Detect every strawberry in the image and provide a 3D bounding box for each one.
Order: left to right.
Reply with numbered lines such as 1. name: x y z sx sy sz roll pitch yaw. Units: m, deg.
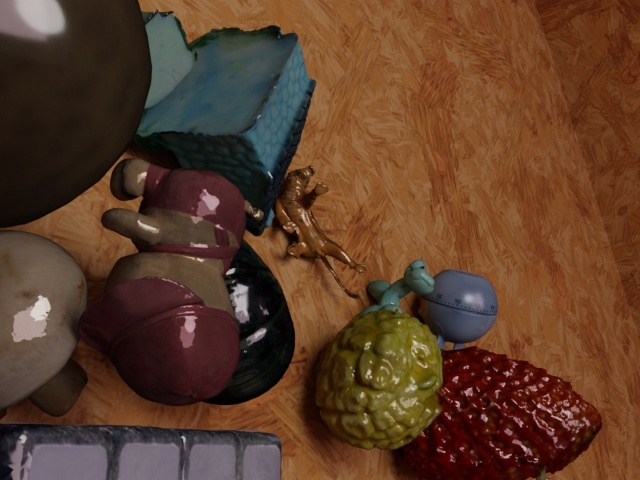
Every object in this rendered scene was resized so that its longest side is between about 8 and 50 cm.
1. strawberry: 0.310 0.341 1.340 0.292 0.343 0.292 -3 94 -45

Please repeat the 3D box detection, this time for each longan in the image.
1. longan: -0.364 -0.203 0.736 0.404 0.336 0.404 10 76 -45

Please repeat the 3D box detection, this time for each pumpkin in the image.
1. pumpkin: -0.148 0.102 1.001 0.250 0.216 0.250 -14 90 -85

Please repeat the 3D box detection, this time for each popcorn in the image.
1. popcorn: 0.092 0.226 1.252 0.206 0.251 0.237 25 90 -17

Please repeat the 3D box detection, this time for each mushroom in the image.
1. mushroom: -0.327 0.103 0.775 0.215 0.207 0.207 62 35 -40

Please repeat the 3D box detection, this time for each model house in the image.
1. model house: -0.288 -0.271 1.063 0.148 0.148 0.119 -54 149 -24
2. model house: -0.124 -0.167 1.163 0.241 0.226 0.261 64 36 -43

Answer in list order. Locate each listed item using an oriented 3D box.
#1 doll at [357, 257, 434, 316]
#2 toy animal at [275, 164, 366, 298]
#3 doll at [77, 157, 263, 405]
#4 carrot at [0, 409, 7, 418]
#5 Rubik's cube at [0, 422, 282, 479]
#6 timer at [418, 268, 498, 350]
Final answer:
1. doll: 0.147 0.100 1.391 0.059 0.158 0.159 44 50 -17
2. toy animal: -0.008 0.003 1.308 0.255 0.114 0.116 65 -6 -15
3. doll: -0.162 0.047 0.794 0.196 0.152 0.256 19 60 -37
4. carrot: -0.398 0.207 0.755 0.161 0.055 0.055 -31 100 -59
5. Rubik's cube: -0.250 0.318 0.583 0.344 0.337 0.344 31 55 -60
6. timer: 0.263 0.175 1.542 0.175 0.255 0.175 26 21 -11
